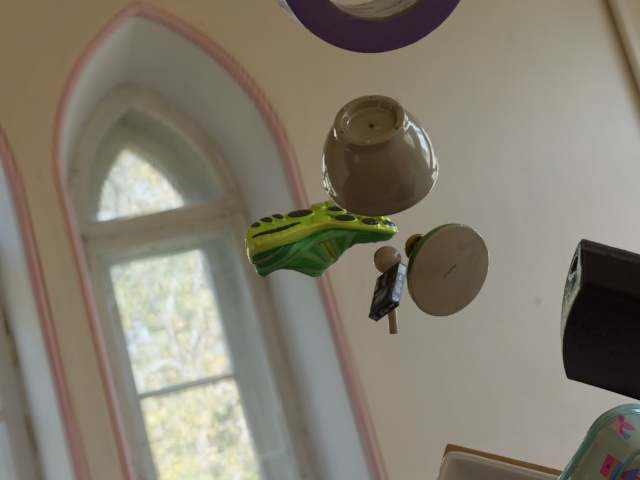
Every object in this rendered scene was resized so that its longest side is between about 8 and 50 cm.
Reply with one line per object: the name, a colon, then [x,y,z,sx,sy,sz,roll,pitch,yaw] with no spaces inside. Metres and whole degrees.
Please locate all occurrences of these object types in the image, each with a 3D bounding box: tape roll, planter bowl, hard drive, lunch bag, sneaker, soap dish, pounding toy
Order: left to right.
sneaker: [0.000,0.000,2.263,0.296,0.109,0.123,-9,-55,-13]
tape roll: [0.041,-0.270,1.076,0.189,0.189,0.080,-13,22,-11]
planter bowl: [0.074,-0.128,1.603,0.162,0.162,0.109,-15,-42,0]
pounding toy: [0.194,0.051,2.246,0.237,0.183,0.110,-19,26,-24]
soap dish: [0.309,0.465,1.860,0.291,0.228,0.118,9,-15,30]
hard drive: [0.329,0.098,1.219,0.172,0.054,0.254,16,-26,16]
lunch bag: [0.456,0.328,1.571,0.279,0.108,0.224,11,-66,-27]

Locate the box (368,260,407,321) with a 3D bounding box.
box: [0.110,0.083,1.926,0.018,0.083,0.067,30,-39,-17]
